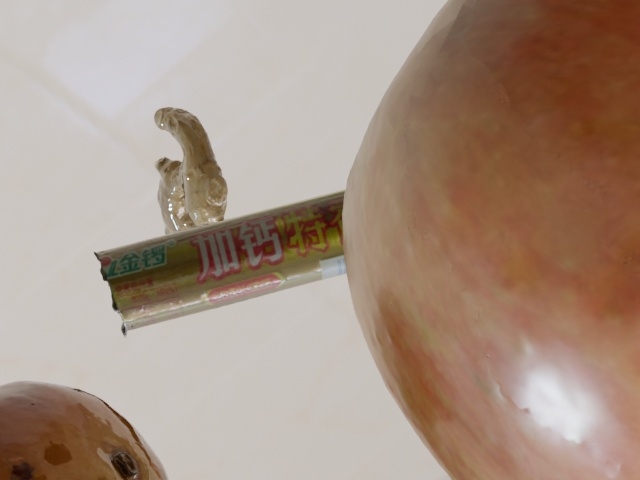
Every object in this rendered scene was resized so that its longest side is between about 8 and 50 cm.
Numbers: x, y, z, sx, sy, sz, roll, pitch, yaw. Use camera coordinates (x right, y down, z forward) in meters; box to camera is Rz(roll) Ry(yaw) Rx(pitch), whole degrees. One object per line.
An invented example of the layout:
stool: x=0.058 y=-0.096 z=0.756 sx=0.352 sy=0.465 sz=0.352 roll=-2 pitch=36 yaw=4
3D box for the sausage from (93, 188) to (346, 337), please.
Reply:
sausage: x=0.000 y=0.000 z=1.548 sx=0.082 sy=0.371 sz=0.082 roll=165 pitch=90 yaw=-85

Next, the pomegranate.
pomegranate: x=-0.177 y=0.180 z=1.105 sx=0.191 sy=0.191 sz=0.191 roll=49 pitch=-169 yaw=-13

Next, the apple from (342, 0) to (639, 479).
apple: x=0.199 y=-0.019 z=0.892 sx=0.346 sy=0.391 sz=0.391 roll=28 pitch=-174 yaw=14

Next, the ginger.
ginger: x=-0.141 y=-0.019 z=2.078 sx=0.149 sy=0.065 sz=0.259 roll=-123 pitch=24 yaw=-46
